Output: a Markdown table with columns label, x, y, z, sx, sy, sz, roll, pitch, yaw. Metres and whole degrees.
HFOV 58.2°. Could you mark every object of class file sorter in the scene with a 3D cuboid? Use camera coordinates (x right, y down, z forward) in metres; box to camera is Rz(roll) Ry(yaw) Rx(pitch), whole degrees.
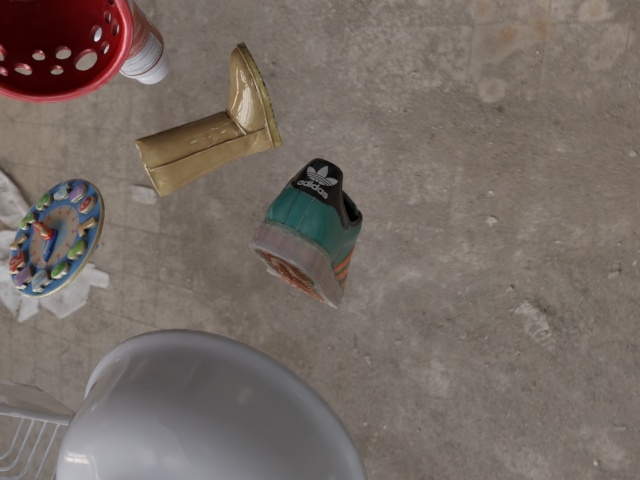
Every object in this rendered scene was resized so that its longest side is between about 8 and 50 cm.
| label | x | y | z | sx | sy | sz | roll | pitch | yaw |
| --- | --- | --- | --- | --- | --- | --- | --- | --- | --- |
| file sorter | -0.646 | 0.386 | 1.149 | 0.277 | 0.193 | 0.173 | 4 | 71 | 47 |

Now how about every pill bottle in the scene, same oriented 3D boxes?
| label | x | y | z | sx | sy | sz | roll | pitch | yaw |
| --- | --- | --- | --- | --- | --- | --- | --- | --- | --- |
| pill bottle | -0.387 | -0.403 | 1.154 | 0.121 | 0.216 | 0.121 | -2 | 80 | 9 |

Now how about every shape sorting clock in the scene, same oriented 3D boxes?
| label | x | y | z | sx | sy | sz | roll | pitch | yaw |
| --- | --- | --- | --- | --- | --- | --- | --- | --- | --- |
| shape sorting clock | -0.427 | -0.007 | 0.920 | 0.206 | 0.040 | 0.206 | -13 | 64 | 28 |

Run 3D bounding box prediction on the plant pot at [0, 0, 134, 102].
| label | x | y | z | sx | sy | sz | roll | pitch | yaw |
| --- | --- | --- | --- | --- | --- | --- | --- | --- | --- |
| plant pot | -0.332 | -0.283 | 0.657 | 0.191 | 0.191 | 0.174 | -47 | 59 | 25 |

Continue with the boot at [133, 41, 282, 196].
| label | x | y | z | sx | sy | sz | roll | pitch | yaw |
| --- | --- | --- | --- | --- | --- | --- | --- | --- | --- |
| boot | -0.224 | -0.223 | 1.098 | 0.089 | 0.269 | 0.236 | -119 | 10 | -52 |

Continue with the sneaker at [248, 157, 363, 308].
| label | x | y | z | sx | sy | sz | roll | pitch | yaw |
| --- | --- | --- | --- | --- | --- | --- | --- | --- | --- |
| sneaker | 0.000 | 0.000 | 0.680 | 0.108 | 0.302 | 0.121 | 28 | 80 | 7 |

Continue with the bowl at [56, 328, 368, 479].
| label | x | y | z | sx | sy | sz | roll | pitch | yaw |
| --- | --- | --- | --- | --- | --- | --- | --- | --- | --- |
| bowl | -0.116 | 0.236 | 0.494 | 0.297 | 0.134 | 0.298 | 8 | 117 | 16 |
